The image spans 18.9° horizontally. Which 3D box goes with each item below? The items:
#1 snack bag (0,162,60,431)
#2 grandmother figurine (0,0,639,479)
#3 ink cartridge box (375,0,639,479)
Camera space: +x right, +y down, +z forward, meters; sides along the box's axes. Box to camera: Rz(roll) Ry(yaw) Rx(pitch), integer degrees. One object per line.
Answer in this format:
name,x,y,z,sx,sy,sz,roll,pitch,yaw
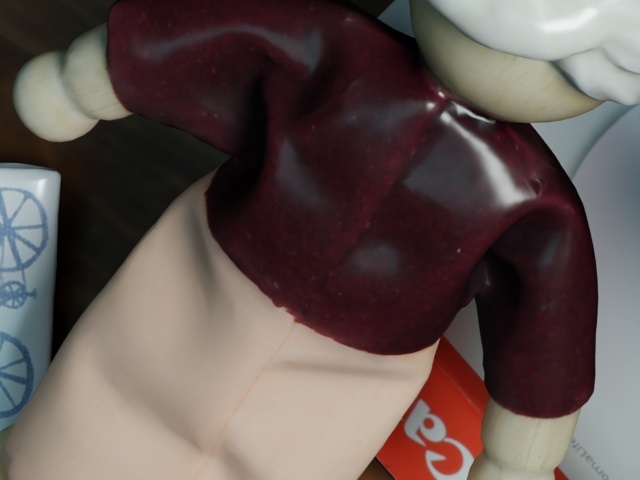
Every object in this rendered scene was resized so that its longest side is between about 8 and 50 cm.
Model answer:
snack bag,-0.276,0.108,0.733,0.342,0.037,0.323,7,104,-1
grandmother figurine,0.000,0.000,0.585,0.208,0.104,0.342,32,127,-10
ink cartridge box,0.059,0.023,0.630,0.232,0.066,0.189,-44,83,20
